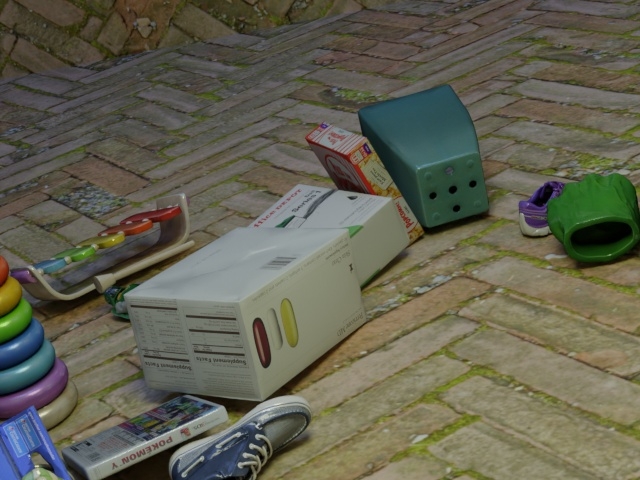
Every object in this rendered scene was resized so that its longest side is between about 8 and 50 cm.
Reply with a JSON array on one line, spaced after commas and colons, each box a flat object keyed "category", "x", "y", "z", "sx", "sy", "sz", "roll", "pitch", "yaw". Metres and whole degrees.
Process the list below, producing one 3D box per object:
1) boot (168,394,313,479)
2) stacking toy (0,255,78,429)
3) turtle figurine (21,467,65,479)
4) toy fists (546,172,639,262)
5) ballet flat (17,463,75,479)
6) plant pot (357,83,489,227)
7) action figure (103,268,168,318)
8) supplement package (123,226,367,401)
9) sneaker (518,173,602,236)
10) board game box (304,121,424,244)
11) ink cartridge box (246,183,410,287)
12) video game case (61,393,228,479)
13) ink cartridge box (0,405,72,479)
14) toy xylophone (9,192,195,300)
[{"category": "boot", "x": -0.084, "y": 0.258, "z": 1.652, "sx": 0.190, "sy": 0.069, "sz": 0.086, "roll": -28, "pitch": 31, "yaw": -8}, {"category": "stacking toy", "x": -0.444, "y": 0.101, "z": 1.888, "sx": 0.141, "sy": 0.330, "sz": 0.141, "roll": -13, "pitch": 22, "yaw": 5}, {"category": "turtle figurine", "x": -0.304, "y": 0.345, "z": 1.407, "sx": 0.266, "sy": 0.198, "sz": 0.275, "roll": -15, "pitch": 18, "yaw": 11}, {"category": "toy fists", "x": 0.462, "y": -0.044, "z": 1.962, "sx": 0.279, "sy": 0.096, "sz": 0.142, "roll": -11, "pitch": 33, "yaw": 8}, {"category": "ballet flat", "x": -0.416, "y": 0.334, "z": 1.664, "sx": 0.248, "sy": 0.086, "sz": 0.086, "roll": -23, "pitch": 24, "yaw": -18}, {"category": "plant pot", "x": 0.179, "y": -0.123, "z": 2.239, "sx": 0.165, "sy": 0.166, "sz": 0.234, "roll": -16, "pitch": 26, "yaw": -5}, {"category": "action figure", "x": -0.248, "y": 0.087, "z": 2.157, "sx": 0.232, "sy": 0.064, "sz": 0.137, "roll": -4, "pitch": 28, "yaw": 33}, {"category": "supplement package", "x": -0.097, "y": 0.093, "z": 1.897, "sx": 0.204, "sy": 0.145, "sz": 0.262, "roll": 2, "pitch": 23, "yaw": 35}, {"category": "sneaker", "x": 0.370, "y": -0.065, "z": 2.094, "sx": 0.170, "sy": 0.071, "sz": 0.068, "roll": -27, "pitch": 25, "yaw": -27}, {"category": "board game box", "x": 0.069, "y": -0.089, "z": 2.178, "sx": 0.045, "sy": 0.193, "sz": 0.146, "roll": -40, "pitch": 28, "yaw": -12}, {"category": "ink cartridge box", "x": 0.000, "y": 0.000, "z": 2.128, "sx": 0.219, "sy": 0.093, "sz": 0.160, "roll": 11, "pitch": 43, "yaw": 46}, {"category": "video game case", "x": -0.224, "y": 0.246, "z": 1.739, "sx": 0.183, "sy": 0.023, "sz": 0.201, "roll": -23, "pitch": 5, "yaw": -18}, {"category": "ink cartridge box", "x": -0.439, "y": 0.319, "z": 1.587, "sx": 0.311, "sy": 0.065, "sz": 0.186, "roll": -25, "pitch": 59, "yaw": -16}, {"category": "toy xylophone", "x": -0.340, "y": 0.016, "z": 2.291, "sx": 0.322, "sy": 0.081, "sz": 0.236, "roll": -30, "pitch": 12, "yaw": -36}]
